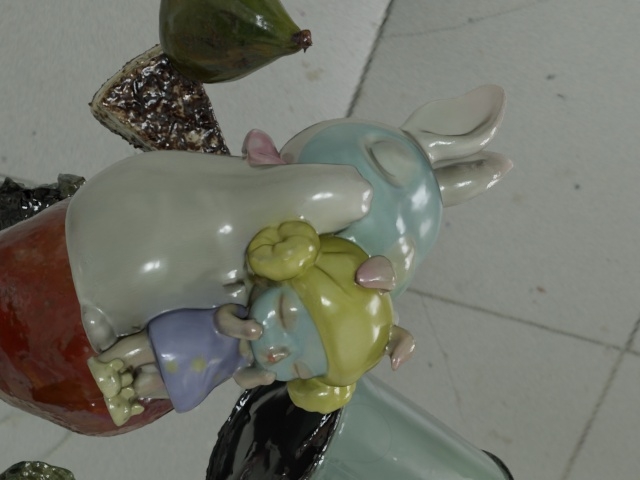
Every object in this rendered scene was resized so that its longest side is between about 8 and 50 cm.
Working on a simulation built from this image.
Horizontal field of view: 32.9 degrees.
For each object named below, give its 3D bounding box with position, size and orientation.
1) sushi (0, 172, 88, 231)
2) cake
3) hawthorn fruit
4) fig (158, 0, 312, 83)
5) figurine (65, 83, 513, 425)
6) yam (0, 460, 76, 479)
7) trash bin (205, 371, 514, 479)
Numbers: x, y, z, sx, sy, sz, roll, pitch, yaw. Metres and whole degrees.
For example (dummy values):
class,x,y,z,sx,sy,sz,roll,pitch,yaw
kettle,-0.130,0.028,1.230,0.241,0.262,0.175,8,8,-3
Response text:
class,x,y,z,sx,sy,sz,roll,pitch,yaw
sushi,-0.329,0.020,1.278,0.343,0.196,0.181,1,70,-22
cake,-0.180,-0.107,1.315,0.135,0.112,0.246,-25,108,-10
hawthorn fruit,-0.168,0.068,0.823,0.185,0.202,0.185,-26,132,-33
fig,-0.077,-0.222,1.143,0.185,0.126,0.133,16,105,15
figurine,0.000,0.000,0.545,0.236,0.155,0.127,-16,115,-1
yam,-0.275,0.254,0.755,0.259,0.106,0.106,-34,114,16
trash bin,0.045,0.262,1.152,0.262,0.277,0.217,37,76,-25
